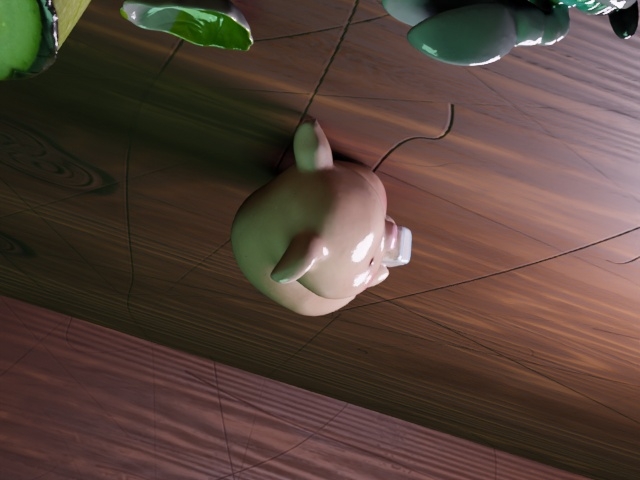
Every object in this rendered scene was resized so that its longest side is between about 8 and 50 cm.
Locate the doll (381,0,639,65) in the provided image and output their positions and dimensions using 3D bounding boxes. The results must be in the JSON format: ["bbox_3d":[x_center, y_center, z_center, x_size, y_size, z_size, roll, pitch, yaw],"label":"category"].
[{"bbox_3d":[0.177,-0.208,0.937,0.258,0.153,0.195,2,153,-19],"label":"doll"}]

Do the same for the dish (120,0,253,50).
[{"bbox_3d":[-0.129,-0.229,1.269,0.137,0.039,0.091,12,166,11],"label":"dish"}]

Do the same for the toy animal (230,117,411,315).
[{"bbox_3d":[0.003,-0.001,1.594,0.212,0.195,0.256,14,160,-21],"label":"toy animal"}]

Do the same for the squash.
[{"bbox_3d":[-0.324,-0.271,1.244,0.220,0.133,0.220,20,149,13],"label":"squash"}]
